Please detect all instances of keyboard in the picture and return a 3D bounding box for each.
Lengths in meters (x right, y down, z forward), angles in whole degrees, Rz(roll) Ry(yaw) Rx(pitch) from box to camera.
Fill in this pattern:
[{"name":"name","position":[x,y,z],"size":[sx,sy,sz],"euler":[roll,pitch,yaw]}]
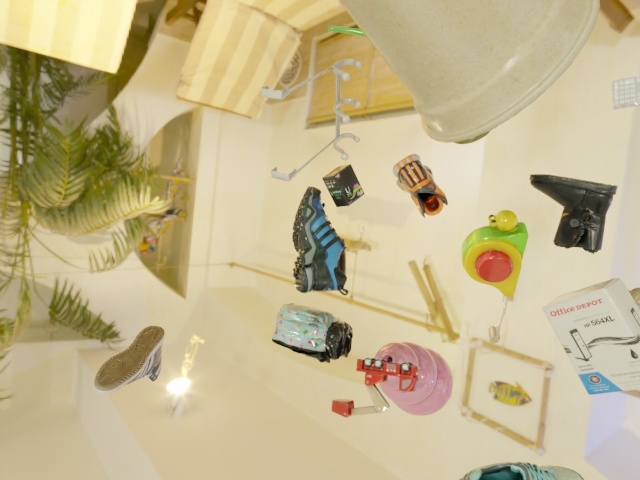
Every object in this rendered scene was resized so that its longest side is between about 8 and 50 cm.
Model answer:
[{"name":"keyboard","position":[0.842,-0.369,1.001],"size":[0.256,0.072,0.014],"euler":[-3,-169,28]}]

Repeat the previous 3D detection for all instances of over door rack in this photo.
[{"name":"over door rack","position":[0.005,-0.313,1.108],"size":[0.108,0.239,0.324],"euler":[26,-134,32]}]

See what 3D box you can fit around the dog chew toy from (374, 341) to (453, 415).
[{"name":"dog chew toy","position":[0.261,0.392,1.246],"size":[0.207,0.206,0.332],"euler":[8,158,37]}]

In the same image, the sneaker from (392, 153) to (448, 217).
[{"name":"sneaker","position":[0.333,-0.153,1.384],"size":[0.125,0.180,0.321],"euler":[-33,164,20]}]

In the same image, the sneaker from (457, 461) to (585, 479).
[{"name":"sneaker","position":[0.425,0.512,0.871],"size":[0.283,0.122,0.110],"euler":[-3,-141,-7]}]

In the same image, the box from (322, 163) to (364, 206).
[{"name":"box","position":[0.055,-0.132,1.022],"size":[0.062,0.083,0.052],"euler":[-38,-159,-30]}]

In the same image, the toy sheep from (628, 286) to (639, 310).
[{"name":"toy sheep","position":[0.691,0.162,0.952],"size":[0.091,0.132,0.091],"euler":[6,-155,-3]}]

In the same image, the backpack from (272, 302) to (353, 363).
[{"name":"backpack","position":[-0.022,0.219,1.018],"size":[0.182,0.115,0.152],"euler":[11,170,22]}]

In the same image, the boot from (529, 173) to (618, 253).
[{"name":"boot","position":[0.729,-0.085,1.273],"size":[0.094,0.207,0.246],"euler":[-7,-159,-43]}]

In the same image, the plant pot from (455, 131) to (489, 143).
[{"name":"plant pot","position":[0.454,-0.474,1.387],"size":[0.275,0.293,0.275],"euler":[-8,155,-4]}]

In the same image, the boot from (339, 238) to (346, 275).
[{"name":"boot","position":[0.056,0.066,1.172],"size":[0.037,0.114,0.106],"euler":[-5,158,3]}]

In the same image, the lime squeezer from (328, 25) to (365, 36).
[{"name":"lime squeezer","position":[0.182,-0.555,1.160],"size":[0.310,0.059,0.110],"euler":[6,-148,-17]}]

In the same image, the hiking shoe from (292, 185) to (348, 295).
[{"name":"hiking shoe","position":[0.000,0.000,1.105],"size":[0.132,0.304,0.113],"euler":[8,153,-16]}]

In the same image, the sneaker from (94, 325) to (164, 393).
[{"name":"sneaker","position":[-0.567,0.396,1.283],"size":[0.099,0.153,0.282],"euler":[18,-155,6]}]

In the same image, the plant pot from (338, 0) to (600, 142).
[{"name":"plant pot","position":[0.203,-0.389,0.696],"size":[0.305,0.333,0.334],"euler":[34,171,-24]}]

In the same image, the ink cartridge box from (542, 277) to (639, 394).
[{"name":"ink cartridge box","position":[0.590,0.200,0.884],"size":[0.086,0.203,0.148],"euler":[-15,164,-35]}]

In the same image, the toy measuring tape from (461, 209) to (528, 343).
[{"name":"toy measuring tape","position":[0.347,0.081,0.894],"size":[0.121,0.330,0.121],"euler":[-2,-147,1]}]

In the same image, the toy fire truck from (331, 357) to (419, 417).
[{"name":"toy fire truck","position":[0.125,0.337,0.961],"size":[0.192,0.135,0.047],"euler":[0,165,24]}]
